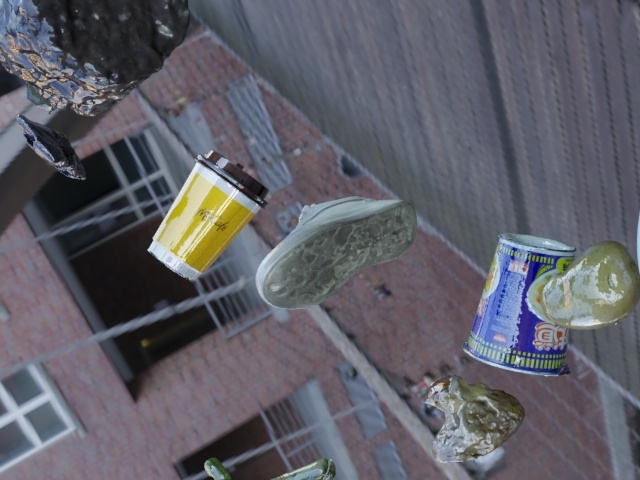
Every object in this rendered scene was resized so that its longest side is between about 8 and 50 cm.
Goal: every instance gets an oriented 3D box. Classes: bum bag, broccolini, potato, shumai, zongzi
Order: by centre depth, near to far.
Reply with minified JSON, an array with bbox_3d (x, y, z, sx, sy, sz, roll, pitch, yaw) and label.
[{"bbox_3d":[-0.117,0.418,1.367,0.216,0.067,0.058,38,140,41],"label":"broccolini"},{"bbox_3d":[-0.039,0.407,1.559,0.052,0.113,0.104,-89,17,-47],"label":"zongzi"},{"bbox_3d":[0.493,0.092,1.659,0.157,0.194,0.157,35,-140,-35],"label":"potato"},{"bbox_3d":[0.296,0.345,1.825,0.153,0.209,0.161,61,177,-2],"label":"shumai"},{"bbox_3d":[-0.592,-0.206,2.004,0.137,0.074,0.310,47,174,1],"label":"bum bag"}]

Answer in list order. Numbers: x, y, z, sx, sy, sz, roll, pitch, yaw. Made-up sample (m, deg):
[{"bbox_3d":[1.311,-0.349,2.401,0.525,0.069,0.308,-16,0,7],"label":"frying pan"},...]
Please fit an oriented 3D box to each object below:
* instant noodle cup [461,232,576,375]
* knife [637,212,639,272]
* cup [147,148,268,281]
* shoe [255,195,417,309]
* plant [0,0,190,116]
[{"bbox_3d":[0.523,0.152,2.288,0.284,0.284,0.312,-149,66,-67],"label":"instant noodle cup"},{"bbox_3d":[0.437,-0.078,1.134,0.063,0.034,0.260,37,113,55],"label":"knife"},{"bbox_3d":[-0.254,-0.056,2.027,0.196,0.280,0.196,36,178,1],"label":"cup"},{"bbox_3d":[0.000,0.000,1.456,0.159,0.316,0.124,26,127,47],"label":"shoe"},{"bbox_3d":[-0.331,-0.285,1.196,0.215,0.213,0.312,38,161,-27],"label":"plant"}]
